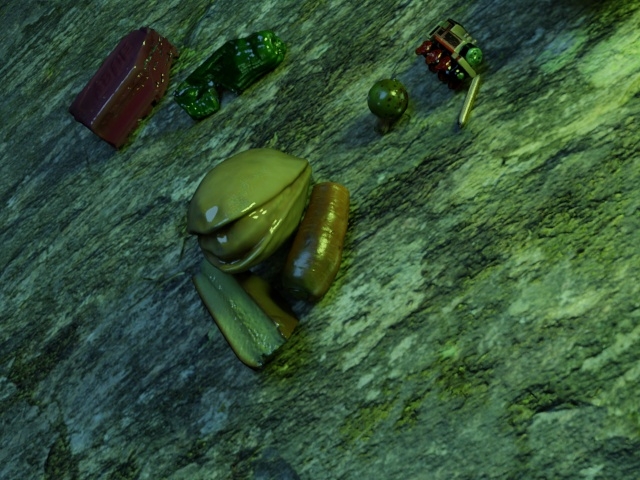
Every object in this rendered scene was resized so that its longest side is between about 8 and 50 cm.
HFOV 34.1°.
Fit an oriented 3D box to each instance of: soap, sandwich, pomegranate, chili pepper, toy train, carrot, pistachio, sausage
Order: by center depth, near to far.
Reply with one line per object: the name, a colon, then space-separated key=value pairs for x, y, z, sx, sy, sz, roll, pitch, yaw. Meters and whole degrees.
carrot: x=0.000 y=0.000 z=1.613 sx=0.087 sy=0.087 sz=0.193 roll=-2 pitch=58 yaw=39
sausage: x=0.231 y=-0.217 z=1.617 sx=0.015 sy=0.015 sz=0.100 roll=4 pitch=64 yaw=41
sandwich: x=-0.111 y=0.115 z=1.618 sx=0.094 sy=0.096 sz=0.258 roll=-50 pitch=43 yaw=9
pistachio: x=-0.106 y=-0.054 z=1.631 sx=0.181 sy=0.162 sz=0.293 roll=-21 pitch=13 yaw=28
toy train: x=0.209 y=-0.297 z=1.659 sx=0.087 sy=0.050 sz=0.138 roll=-44 pitch=36 yaw=8
pomegranate: x=0.109 y=-0.219 z=1.685 sx=0.073 sy=0.073 sz=0.085 roll=-9 pitch=74 yaw=36
chili pepper: x=-0.179 y=-0.323 z=1.991 sx=0.253 sy=0.083 sz=0.099 roll=-31 pitch=55 yaw=25
soap: x=-0.401 y=-0.324 z=2.168 sx=0.250 sy=0.099 sz=0.162 roll=-53 pitch=36 yaw=-3
